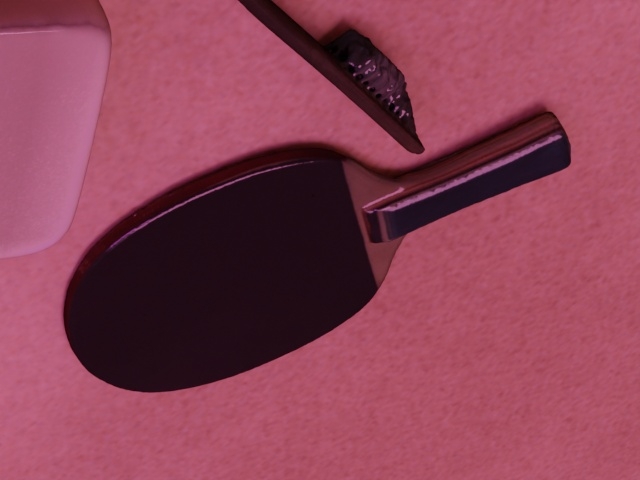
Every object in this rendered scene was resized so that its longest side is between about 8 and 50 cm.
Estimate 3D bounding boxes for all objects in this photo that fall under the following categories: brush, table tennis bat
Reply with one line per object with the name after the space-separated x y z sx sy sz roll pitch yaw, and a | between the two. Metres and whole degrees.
0.000 -0.092 0.881 0.027 0.034 0.190 -47 140 6 | brush
0.000 0.000 0.997 0.274 0.021 0.154 -23 142 -5 | table tennis bat

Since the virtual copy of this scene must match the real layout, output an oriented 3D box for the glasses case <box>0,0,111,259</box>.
-0.240 -0.046 0.746 0.313 0.070 0.131 -7 137 -27 | glasses case
